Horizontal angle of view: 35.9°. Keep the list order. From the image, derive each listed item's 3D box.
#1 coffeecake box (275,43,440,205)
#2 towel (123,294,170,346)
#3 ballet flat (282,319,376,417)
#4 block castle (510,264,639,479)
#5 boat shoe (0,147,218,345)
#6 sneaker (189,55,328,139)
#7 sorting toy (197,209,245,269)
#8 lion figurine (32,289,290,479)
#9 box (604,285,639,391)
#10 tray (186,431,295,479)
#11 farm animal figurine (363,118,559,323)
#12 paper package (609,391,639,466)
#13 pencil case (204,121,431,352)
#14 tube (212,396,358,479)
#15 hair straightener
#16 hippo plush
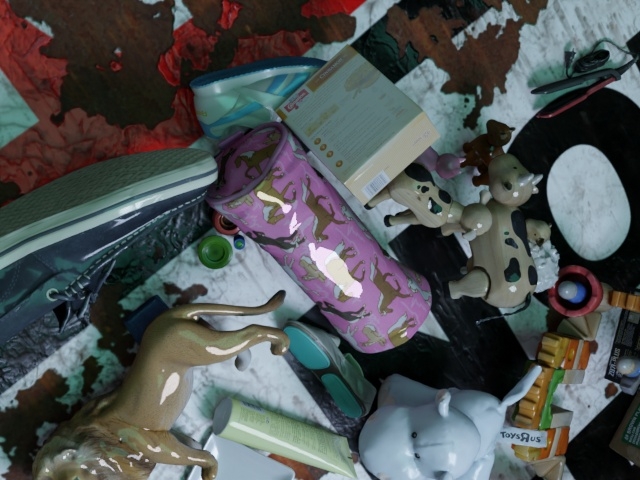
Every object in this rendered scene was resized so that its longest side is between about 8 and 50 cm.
[{"bbox_3d":[0.048,-0.162,1.358,0.142,0.185,0.068,-42,143,2],"label":"coffeecake box"},{"bbox_3d":[-0.229,0.141,1.433,0.067,0.029,0.119,-38,113,-11],"label":"towel"},{"bbox_3d":[0.016,0.187,1.545,0.213,0.072,0.068,54,47,-23],"label":"ballet flat"},{"bbox_3d":[0.475,0.283,1.600,0.213,0.303,0.453,12,92,-55],"label":"block castle"},{"bbox_3d":[-0.350,0.028,1.282,0.500,0.187,0.156,-30,115,-13],"label":"boat shoe"},{"bbox_3d":[-0.073,-0.210,1.430,0.229,0.087,0.092,-15,113,-16],"label":"sneaker"},{"bbox_3d":[-0.140,-0.007,1.452,0.061,0.042,0.102,24,100,-11],"label":"sorting toy"},{"bbox_3d":[-0.222,0.207,1.373,0.240,0.142,0.392,25,93,-27],"label":"lion figurine"},{"bbox_3d":[0.605,0.187,1.768,0.078,0.147,0.180,13,91,-26],"label":"box"},{"bbox_3d":[-0.158,0.437,1.489,0.145,0.030,0.270,26,86,4],"label":"tray"},{"bbox_3d":[0.244,-0.038,1.479,0.330,0.172,0.326,-26,99,-44],"label":"farm animal figurine"},{"bbox_3d":[0.755,0.328,1.850,0.309,0.168,0.324,33,84,-24],"label":"paper package"},{"bbox_3d":[0.000,0.000,1.423,0.386,0.167,0.160,46,62,-31],"label":"pencil case"},{"bbox_3d":[-0.049,0.304,1.514,0.240,0.062,0.070,23,67,-26],"label":"tube"},{"bbox_3d":[0.450,-0.287,1.677,0.230,0.047,0.089,-25,108,-20],"label":"hair straightener"},{"bbox_3d":[0.182,0.325,1.483,0.294,0.236,0.234,-5,91,18],"label":"hippo plush"}]
